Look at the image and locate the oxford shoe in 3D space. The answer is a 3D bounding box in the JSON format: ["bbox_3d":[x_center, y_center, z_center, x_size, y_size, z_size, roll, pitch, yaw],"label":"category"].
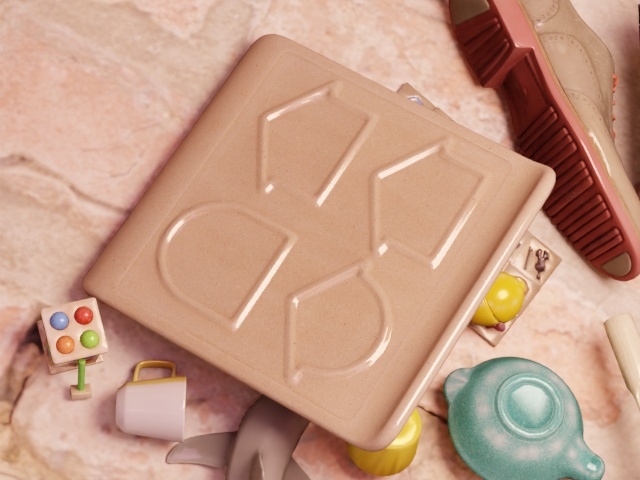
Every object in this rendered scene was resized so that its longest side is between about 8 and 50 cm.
[{"bbox_3d":[0.262,-0.131,1.728,0.130,0.123,0.348,-23,85,-26],"label":"oxford shoe"}]

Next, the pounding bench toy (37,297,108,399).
[{"bbox_3d":[-0.224,0.102,1.589,0.052,0.065,0.083,-13,80,-15],"label":"pounding bench toy"}]

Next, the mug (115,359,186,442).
[{"bbox_3d":[-0.157,0.153,1.603,0.064,0.078,0.062,1,108,-3],"label":"mug"}]

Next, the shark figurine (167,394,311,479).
[{"bbox_3d":[-0.042,0.251,1.569,0.166,0.116,0.278,-7,76,-13],"label":"shark figurine"}]

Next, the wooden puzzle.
[{"bbox_3d":[0.000,0.000,1.624,0.348,0.080,0.322,27,70,21],"label":"wooden puzzle"}]

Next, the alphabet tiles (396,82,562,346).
[{"bbox_3d":[0.118,-0.013,1.723,0.237,0.009,0.198,40,71,-1],"label":"alphabet tiles"}]

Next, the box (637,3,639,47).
[{"bbox_3d":[0.385,-0.114,1.745,0.159,0.044,0.233,16,69,-46],"label":"box"}]

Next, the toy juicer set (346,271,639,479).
[{"bbox_3d":[0.193,0.138,1.665,0.329,0.089,0.209,8,64,-7],"label":"toy juicer set"}]
